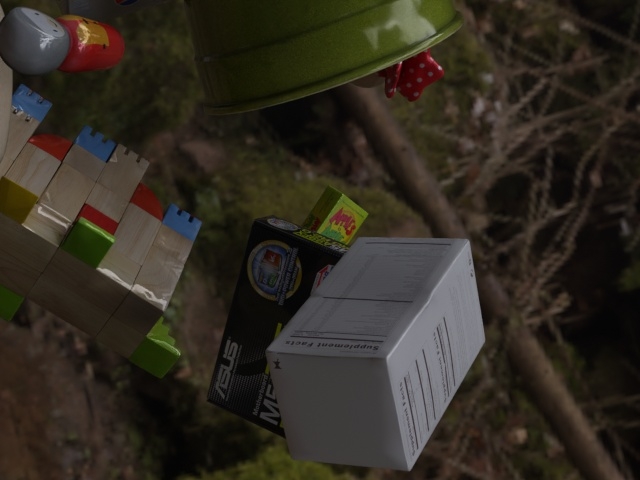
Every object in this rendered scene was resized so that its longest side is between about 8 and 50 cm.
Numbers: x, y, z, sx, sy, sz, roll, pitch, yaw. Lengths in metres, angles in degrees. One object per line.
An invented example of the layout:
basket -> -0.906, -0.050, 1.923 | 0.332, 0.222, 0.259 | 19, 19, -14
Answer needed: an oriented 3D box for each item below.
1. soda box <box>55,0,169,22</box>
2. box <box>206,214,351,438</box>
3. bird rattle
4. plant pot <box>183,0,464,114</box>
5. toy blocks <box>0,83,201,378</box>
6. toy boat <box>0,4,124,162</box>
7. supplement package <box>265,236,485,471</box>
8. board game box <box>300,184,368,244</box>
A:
soda box -> -0.248, -0.404, 1.902 | 0.098, 0.286, 0.091 | 61, -21, 24
box -> -0.019, 0.129, 1.744 | 0.060, 0.216, 0.270 | -18, 127, -64
bird rattle -> 0.081, -0.330, 2.134 | 0.143, 0.207, 0.254 | -37, 94, -27
plant pot -> -0.039, -0.394, 1.705 | 0.366, 0.366, 0.353 | -58, 132, -66
toy blocks -> -0.303, -0.034, 1.638 | 0.381, 0.191, 0.261 | 32, 34, -11
toy boat -> -0.359, -0.184, 1.327 | 0.148, 0.318, 0.268 | -10, 95, -61
supplement package -> 0.063, 0.110, 1.370 | 0.244, 0.139, 0.134 | -48, 133, -52
board game box -> 0.000, 0.000, 2.383 | 0.043, 0.181, 0.092 | 35, 0, 41
